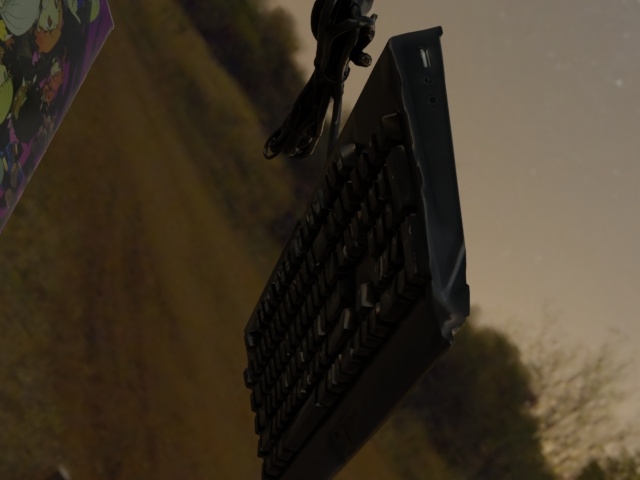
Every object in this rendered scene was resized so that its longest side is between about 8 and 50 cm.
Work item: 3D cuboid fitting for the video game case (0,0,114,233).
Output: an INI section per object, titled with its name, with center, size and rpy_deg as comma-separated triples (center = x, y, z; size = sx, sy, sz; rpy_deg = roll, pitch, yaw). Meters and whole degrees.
[video game case]
center = -0.158, -0.084, 0.531
size = 0.210, 0.042, 0.232
rpy_deg = 81, 23, -50

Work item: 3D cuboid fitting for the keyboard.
[keyboard]
center = 0.000, 0.000, 0.642
size = 0.317, 0.033, 0.201
rpy_deg = 120, -31, -63
